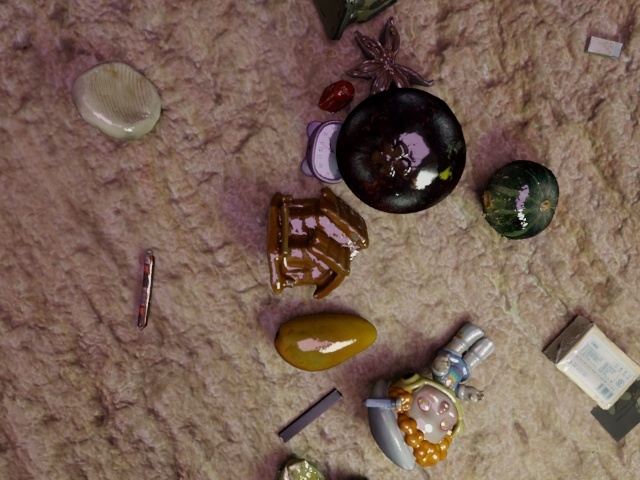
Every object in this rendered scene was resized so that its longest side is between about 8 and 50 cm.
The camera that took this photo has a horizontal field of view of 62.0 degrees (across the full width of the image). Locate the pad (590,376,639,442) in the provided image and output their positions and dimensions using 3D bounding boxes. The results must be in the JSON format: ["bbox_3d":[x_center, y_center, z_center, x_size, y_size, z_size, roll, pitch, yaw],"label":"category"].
[{"bbox_3d":[0.835,0.442,1.438,0.190,0.004,0.127,-44,99,3],"label":"pad"}]

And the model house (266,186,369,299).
[{"bbox_3d":[-0.002,0.000,1.215,0.230,0.199,0.219,-6,111,0],"label":"model house"}]

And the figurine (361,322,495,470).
[{"bbox_3d":[0.284,0.383,1.310,0.382,0.205,0.224,-30,97,-20],"label":"figurine"}]

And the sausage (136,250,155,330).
[{"bbox_3d":[-0.418,0.122,1.276,0.029,0.025,0.198,9,97,9],"label":"sausage"}]

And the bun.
[{"bbox_3d":[-0.448,-0.299,1.174,0.184,0.102,0.183,10,68,-26],"label":"bun"}]

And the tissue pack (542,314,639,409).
[{"bbox_3d":[0.695,0.309,1.363,0.196,0.092,0.148,42,93,-10],"label":"tissue pack"}]

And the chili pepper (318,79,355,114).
[{"bbox_3d":[0.039,-0.324,1.178,0.088,0.169,0.065,-41,99,4],"label":"chili pepper"}]

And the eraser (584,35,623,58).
[{"bbox_3d":[0.684,-0.465,1.286,0.083,0.019,0.038,11,96,-7],"label":"eraser"}]

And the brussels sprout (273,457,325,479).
[{"bbox_3d":[-0.053,0.627,1.347,0.139,0.100,0.180,-8,98,-14],"label":"brussels sprout"}]

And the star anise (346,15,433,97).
[{"bbox_3d":[0.142,-0.392,1.222,0.172,0.063,0.208,-38,101,-10],"label":"star anise"}]

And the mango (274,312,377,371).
[{"bbox_3d":[0.014,0.244,1.289,0.254,0.113,0.138,-5,95,-11],"label":"mango"}]

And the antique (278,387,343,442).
[{"bbox_3d":[-0.025,0.447,1.361,0.192,0.015,0.031,-38,98,1],"label":"antique"}]

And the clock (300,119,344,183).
[{"bbox_3d":[0.015,-0.211,1.251,0.110,0.050,0.152,9,97,-6],"label":"clock"}]

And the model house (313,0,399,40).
[{"bbox_3d":[0.121,-0.593,1.129,0.279,0.218,0.204,-25,92,-8],"label":"model house"}]

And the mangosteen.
[{"bbox_3d":[0.176,-0.191,1.154,0.288,0.288,0.287,-1,98,-5],"label":"mangosteen"}]

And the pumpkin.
[{"bbox_3d":[0.472,-0.095,1.257,0.191,0.146,0.190,0,89,-33],"label":"pumpkin"}]
